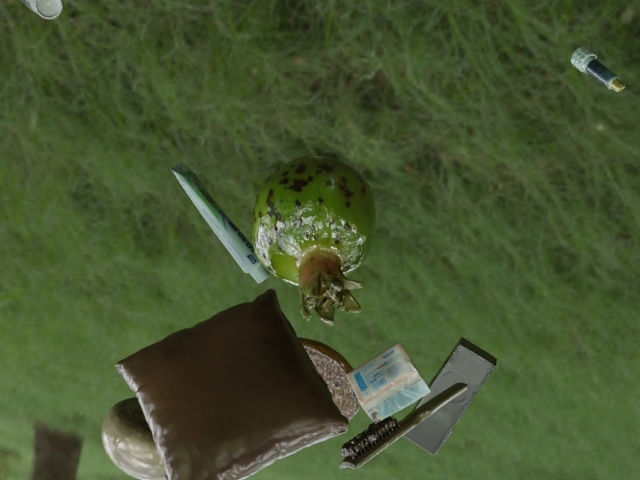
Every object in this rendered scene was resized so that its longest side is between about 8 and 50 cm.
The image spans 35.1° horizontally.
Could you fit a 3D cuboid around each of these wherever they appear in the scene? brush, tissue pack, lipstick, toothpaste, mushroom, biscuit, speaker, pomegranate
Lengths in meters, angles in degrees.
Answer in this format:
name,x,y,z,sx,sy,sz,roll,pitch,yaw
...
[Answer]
name,x,y,z,sx,sy,sz,roll,pitch,yaw
brush,0.122,0.259,1.467,0.248,0.036,0.043,-26,-171,-35
tissue pack,0.093,0.198,1.408,0.094,0.074,0.059,-32,129,3
lipstick,-0.422,-0.362,1.514,0.040,0.040,0.141,19,-169,-33
toothpaste,-0.205,-0.038,2.075,0.048,0.297,0.075,-35,-173,18
lipstick,0.460,-0.275,1.659,0.037,0.037,0.116,26,-160,-47
mushroom,-0.310,0.351,1.930,0.204,0.204,0.204,8,165,2
biscuit,-0.016,0.270,1.922,0.212,0.036,0.212,14,125,20
speaker,0.236,0.289,1.867,0.082,0.218,0.044,33,-160,4
pomegranate,0.004,-0.016,1.673,0.230,0.231,0.286,17,-164,-28

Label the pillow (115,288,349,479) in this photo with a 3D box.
name,x,y,z,sx,sy,sz,roll,pitch,yaw
pillow,-0.152,0.246,1.652,0.305,0.308,0.108,-23,144,-11
